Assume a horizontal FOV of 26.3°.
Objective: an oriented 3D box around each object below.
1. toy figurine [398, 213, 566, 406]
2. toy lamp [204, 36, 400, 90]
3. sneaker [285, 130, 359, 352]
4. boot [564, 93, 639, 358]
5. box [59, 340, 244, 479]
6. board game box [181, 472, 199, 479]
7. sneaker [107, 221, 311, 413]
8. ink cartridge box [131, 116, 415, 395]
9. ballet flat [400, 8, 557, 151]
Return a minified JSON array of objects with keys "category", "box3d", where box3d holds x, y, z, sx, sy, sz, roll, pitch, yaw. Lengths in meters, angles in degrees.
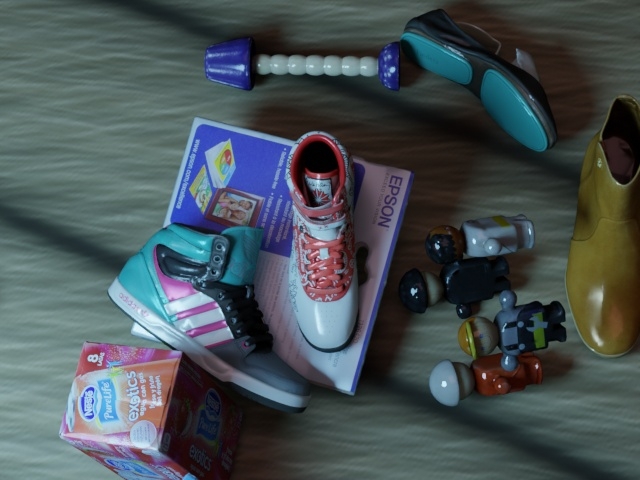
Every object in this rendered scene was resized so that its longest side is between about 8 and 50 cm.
[{"category":"toy figurine","box3d":[0.195,0.084,1.703,0.148,0.209,0.213,-9,65,-11]},{"category":"toy lamp","box3d":[-0.025,-0.250,1.932,0.275,0.080,0.080,0,67,4]},{"category":"sneaker","box3d":[-0.001,-0.001,1.683,0.090,0.145,0.270,0,81,7]},{"category":"boot","box3d":[0.369,-0.018,1.732,0.104,0.211,0.295,1,68,6]},{"category":"box","box3d":[-0.195,0.220,1.644,0.128,0.257,0.122,5,69,17]},{"category":"board game box","box3d":[-0.110,0.475,1.540,0.302,0.086,0.308,33,68,3]},{"category":"sneaker","box3d":[-0.104,0.071,1.702,0.295,0.124,0.178,33,99,12]},{"category":"ink cartridge box","box3d":[-0.060,0.020,1.794,0.307,0.072,0.303,15,83,7]},{"category":"ballet flat","box3d":[0.239,-0.238,1.902,0.280,0.095,0.096,41,64,18]}]
